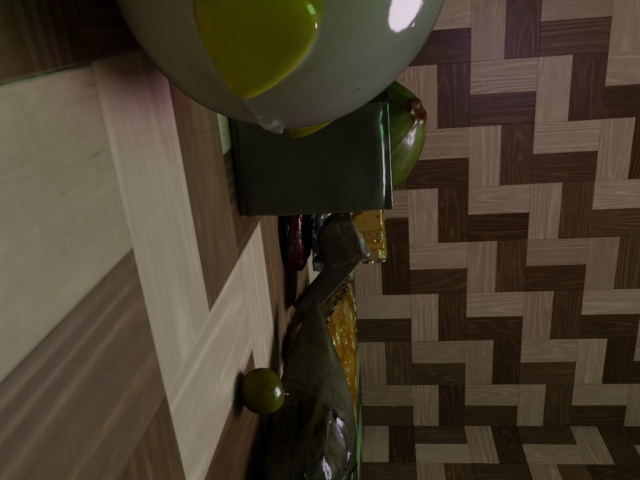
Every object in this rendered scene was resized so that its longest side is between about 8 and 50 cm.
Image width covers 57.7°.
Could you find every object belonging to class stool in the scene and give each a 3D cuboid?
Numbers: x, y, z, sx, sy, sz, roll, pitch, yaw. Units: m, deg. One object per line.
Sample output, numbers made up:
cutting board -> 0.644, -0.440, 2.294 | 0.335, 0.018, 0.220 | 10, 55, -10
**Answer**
stool -> 0.000, -0.159, 1.002 | 0.269, 0.244, 0.170 | -72, 159, -70

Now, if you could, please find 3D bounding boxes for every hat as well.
hat -> 0.006, 0.036, 1.329 | 0.149, 0.245, 0.214 | 56, -5, -6

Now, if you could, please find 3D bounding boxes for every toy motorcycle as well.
toy motorcycle -> 0.000, 0.000, 1.722 | 0.100, 0.058, 0.173 | -75, 164, -50

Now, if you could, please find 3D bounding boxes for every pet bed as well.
pet bed -> -0.049, -0.026, 1.317 | 0.201, 0.054, 0.201 | 7, 90, -84

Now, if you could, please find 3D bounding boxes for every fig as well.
fig -> 0.094, -0.228, 1.252 | 0.316, 0.316, 0.316 | -2, 90, -83

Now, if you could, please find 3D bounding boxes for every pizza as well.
pizza -> -0.005, 0.260, 1.405 | 0.406, 0.130, 0.439 | 39, 47, -62

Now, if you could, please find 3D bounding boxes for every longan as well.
longan -> -0.082, 0.232, 0.890 | 0.075, 0.083, 0.075 | -40, -140, 46

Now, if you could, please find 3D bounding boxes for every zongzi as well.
zongzi -> -0.020, 0.289, 1.044 | 0.323, 0.160, 0.360 | 27, 61, -83

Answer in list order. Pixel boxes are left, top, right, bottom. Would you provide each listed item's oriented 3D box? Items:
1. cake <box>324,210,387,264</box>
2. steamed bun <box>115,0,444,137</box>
cake -> 0.106, -0.067, 1.922 | 0.227, 0.223, 0.285 | -17, 104, -84
steamed bun -> -0.033, -0.267, 0.530 | 0.374, 0.334, 0.333 | -9, 97, -77
